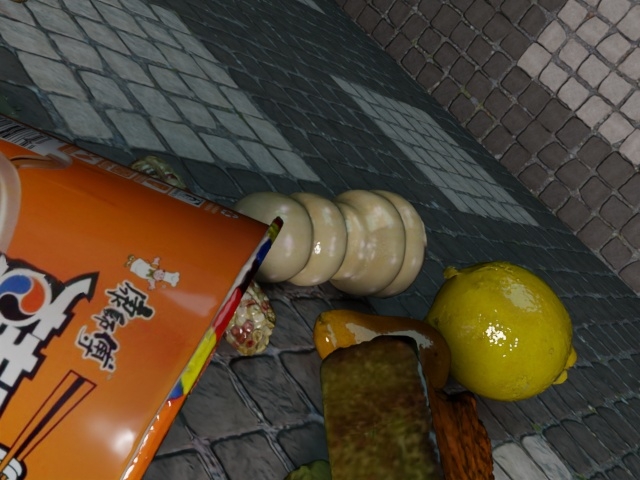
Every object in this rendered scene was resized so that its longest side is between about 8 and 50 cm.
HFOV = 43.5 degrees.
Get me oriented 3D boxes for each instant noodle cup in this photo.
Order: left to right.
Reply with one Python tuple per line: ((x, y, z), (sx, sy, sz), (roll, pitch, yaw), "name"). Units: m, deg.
((-0.162, 0.049, 0.455), (0.192, 0.250, 0.250), (30, 22, -3), "instant noodle cup")

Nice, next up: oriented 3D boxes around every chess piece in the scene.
((0.000, 0.000, 0.951), (0.261, 0.142, 0.143), (4, 40, -49), "chess piece")

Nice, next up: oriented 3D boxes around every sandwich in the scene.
((0.045, 0.202, 0.596), (0.301, 0.162, 0.250), (25, 55, -73), "sandwich")

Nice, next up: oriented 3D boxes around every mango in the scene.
((0.063, 0.130, 0.856), (0.159, 0.084, 0.105), (10, 46, -14), "mango")

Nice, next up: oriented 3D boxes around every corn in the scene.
((-0.122, 0.014, 0.793), (0.237, 0.079, 0.079), (49, 24, 19), "corn")

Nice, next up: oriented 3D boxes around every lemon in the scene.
((0.231, 0.116, 1.021), (0.206, 0.173, 0.173), (28, 22, 1), "lemon")

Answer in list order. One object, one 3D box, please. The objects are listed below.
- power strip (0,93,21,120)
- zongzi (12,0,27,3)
((-0.351, -0.133, 0.788), (0.051, 0.019, 0.136), (44, 22, 17), "power strip")
((-0.471, -0.363, 0.988), (0.176, 0.078, 0.160), (53, 31, 12), "zongzi")
